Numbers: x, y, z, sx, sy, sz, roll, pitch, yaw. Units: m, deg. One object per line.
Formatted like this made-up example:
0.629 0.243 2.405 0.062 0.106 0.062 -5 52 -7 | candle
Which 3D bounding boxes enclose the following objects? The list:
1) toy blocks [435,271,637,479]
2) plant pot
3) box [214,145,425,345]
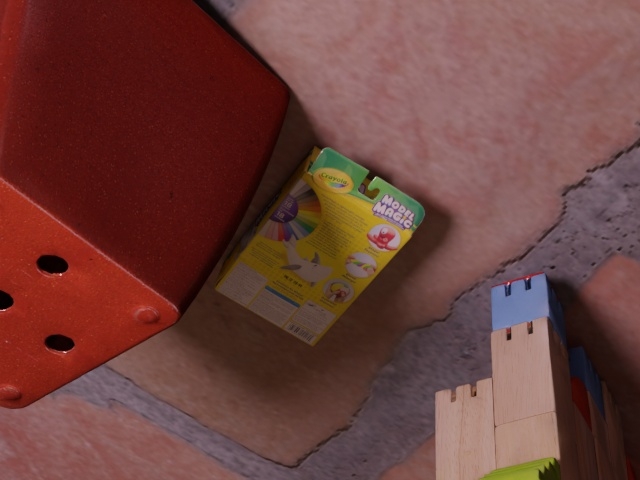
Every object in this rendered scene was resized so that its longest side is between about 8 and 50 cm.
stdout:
0.196 0.208 1.052 0.190 0.261 0.381 -18 129 21 | toy blocks
-0.208 -0.043 0.909 0.267 0.236 0.267 -28 128 29 | plant pot
0.000 0.000 1.054 0.105 0.043 0.179 31 129 -12 | box
